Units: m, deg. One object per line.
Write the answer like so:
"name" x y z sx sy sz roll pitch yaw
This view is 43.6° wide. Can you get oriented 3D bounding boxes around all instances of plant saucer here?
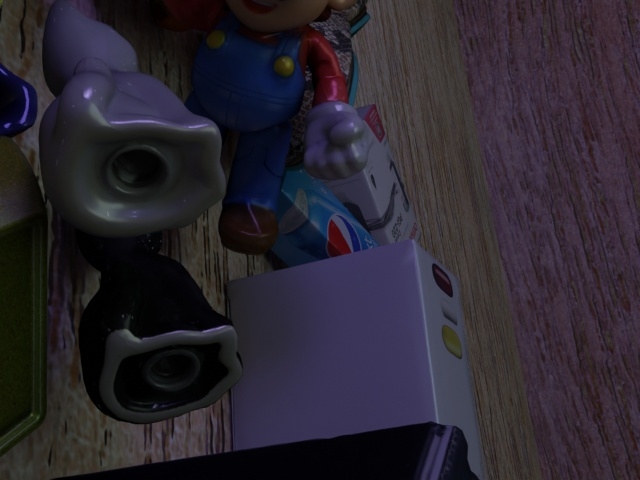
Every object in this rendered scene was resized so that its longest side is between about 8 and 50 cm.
"plant saucer" -0.192 0.058 0.392 0.188 0.045 0.188 -44 144 -65

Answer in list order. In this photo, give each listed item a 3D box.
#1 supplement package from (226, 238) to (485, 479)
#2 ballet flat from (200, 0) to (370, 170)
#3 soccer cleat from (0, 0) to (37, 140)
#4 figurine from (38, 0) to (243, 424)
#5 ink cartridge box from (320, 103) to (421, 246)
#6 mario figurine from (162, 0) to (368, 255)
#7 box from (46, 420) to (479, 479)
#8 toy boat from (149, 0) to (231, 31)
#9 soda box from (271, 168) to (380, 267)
"supplement package" 0.035 0.159 0.771 0.145 0.204 0.261 33 47 -59
"ballet flat" -0.046 -0.243 0.931 0.182 0.164 0.482 44 27 -17
"soccer cleat" -0.211 -0.136 0.352 0.289 0.121 0.093 89 0 -64
"figurine" -0.130 -0.031 0.506 0.209 0.092 0.214 -129 -148 -51
"ink cartridge box" 0.057 -0.057 1.106 0.158 0.092 0.217 -61 134 -59
"mario figurine" -0.061 -0.146 0.611 0.198 0.320 0.170 5 25 -30
"box" -0.049 0.409 0.296 0.471 0.298 0.480 69 23 -14
"toy boat" -0.117 -0.259 0.748 0.231 0.151 0.151 23 45 -24
"soda box" 0.000 0.000 0.904 0.210 0.071 0.067 46 39 -32
